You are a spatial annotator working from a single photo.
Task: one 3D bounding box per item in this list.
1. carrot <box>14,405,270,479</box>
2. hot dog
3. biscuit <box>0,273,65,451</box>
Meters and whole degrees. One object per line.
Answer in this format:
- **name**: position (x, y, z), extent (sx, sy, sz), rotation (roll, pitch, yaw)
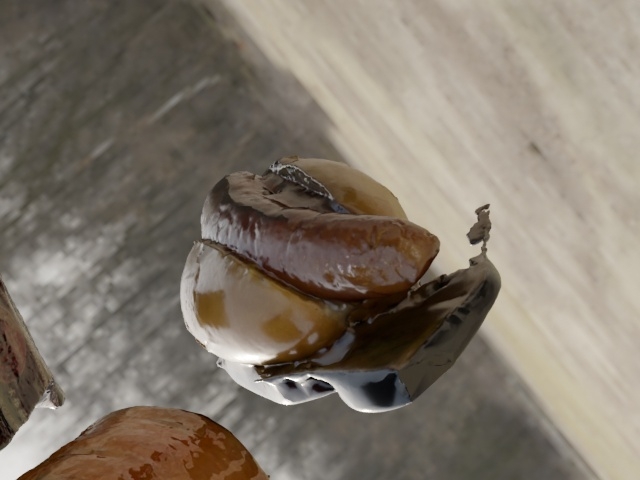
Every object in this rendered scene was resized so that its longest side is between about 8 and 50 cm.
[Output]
- **carrot**: position (-0.121, 0.188, 0.854), extent (0.159, 0.159, 0.225), rotation (50, -159, 5)
- **hot dog**: position (-0.005, 0.004, 1.055), extent (0.107, 0.194, 0.326), rotation (52, 153, -18)
- **biscuit**: position (-0.249, 0.072, 1.193), extent (0.151, 0.063, 0.235), rotation (64, 178, -2)
